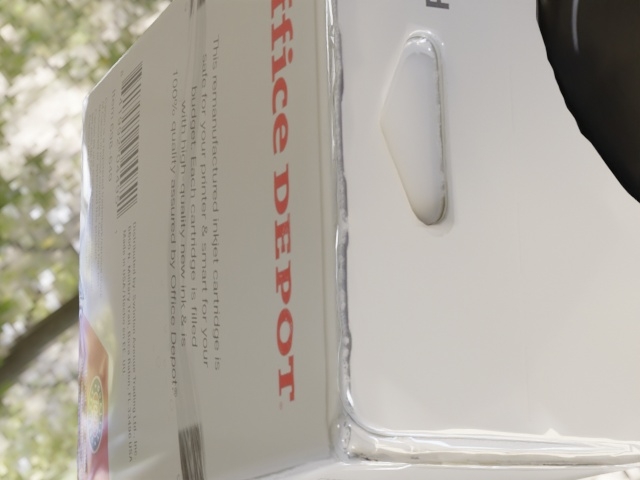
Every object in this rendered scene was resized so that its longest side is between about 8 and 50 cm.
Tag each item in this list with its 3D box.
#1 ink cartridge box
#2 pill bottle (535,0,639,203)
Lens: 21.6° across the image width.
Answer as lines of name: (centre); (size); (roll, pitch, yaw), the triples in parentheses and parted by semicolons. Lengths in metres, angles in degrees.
ink cartridge box: (0.000, 0.000, 0.491); (0.218, 0.092, 0.158); (149, 123, -64)
pill bottle: (0.155, -0.090, 0.350); (0.123, 0.219, 0.123); (36, 155, 20)
